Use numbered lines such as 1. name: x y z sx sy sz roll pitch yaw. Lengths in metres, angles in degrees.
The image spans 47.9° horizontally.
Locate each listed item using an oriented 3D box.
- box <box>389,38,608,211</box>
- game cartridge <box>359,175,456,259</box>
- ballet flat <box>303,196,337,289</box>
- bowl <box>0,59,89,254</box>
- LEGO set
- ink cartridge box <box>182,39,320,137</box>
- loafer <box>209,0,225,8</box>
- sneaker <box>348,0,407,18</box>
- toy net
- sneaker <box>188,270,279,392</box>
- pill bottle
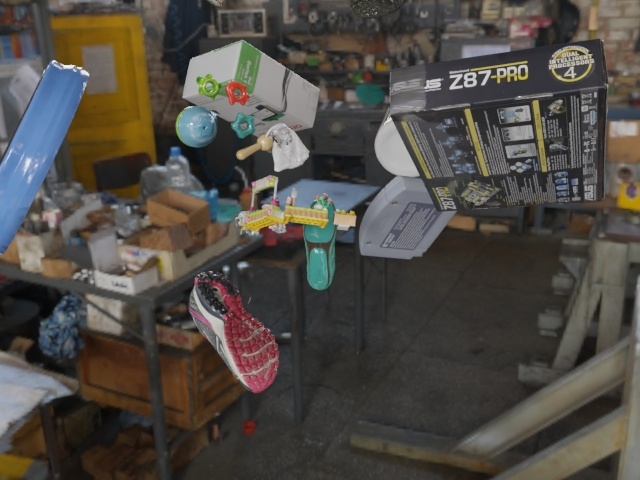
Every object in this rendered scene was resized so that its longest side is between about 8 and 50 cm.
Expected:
1. box: 0.317 -0.170 1.226 0.318 0.097 0.395 -6 -23 20
2. game cartridge: 0.209 -0.052 1.760 0.196 0.294 0.060 2 57 -20
3. ballet flat: 0.000 0.000 1.820 0.083 0.247 0.087 3 18 5
4. bowl: -0.564 -0.166 1.383 0.077 0.391 0.391 26 8 -24
5. LEGO set: -0.064 -0.081 1.589 0.287 0.107 0.132 -5 -21 25
6. ink cartridge box: -0.133 -0.290 1.424 0.160 0.093 0.219 -5 -20 44
7. loafer: -0.183 -0.382 1.023 0.125 0.039 0.045 36 4 -1
8. sneaker: 0.154 -0.508 1.393 0.227 0.087 0.130 -38 12 10
9. toy net: -0.121 -0.192 1.212 0.232 0.122 0.045 16 2 -31
10. sneaker: -0.190 0.206 1.565 0.120 0.112 0.299 -6 48 -38
11. pill bottle: 0.238 -0.290 1.814 0.162 0.162 0.278 4 36 16
